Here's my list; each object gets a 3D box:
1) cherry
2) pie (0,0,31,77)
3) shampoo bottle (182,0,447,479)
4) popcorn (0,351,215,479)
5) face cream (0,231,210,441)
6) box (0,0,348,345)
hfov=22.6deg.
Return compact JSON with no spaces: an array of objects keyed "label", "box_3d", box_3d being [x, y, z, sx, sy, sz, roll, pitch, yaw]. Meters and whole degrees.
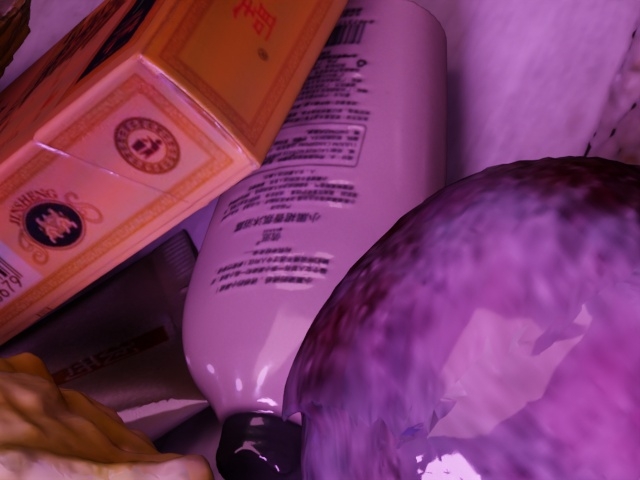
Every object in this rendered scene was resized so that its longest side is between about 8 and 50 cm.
[{"label":"cherry","box_3d":[0.084,0.065,0.583,0.195,0.195,0.195,-20,50,25]},{"label":"pie","box_3d":[-0.249,-0.051,0.894,0.306,0.071,0.306,-55,10,14]},{"label":"shampoo bottle","box_3d":[0.000,0.000,0.760,0.127,0.078,0.257,-3,54,28]},{"label":"popcorn","box_3d":[-0.145,0.164,0.672,0.255,0.195,0.256,-22,77,12]},{"label":"face cream","box_3d":[-0.197,0.123,0.831,0.341,0.084,0.137,-33,37,3]},{"label":"box","box_3d":[-0.111,-0.054,0.801,0.274,0.076,0.174,-32,24,40]}]
